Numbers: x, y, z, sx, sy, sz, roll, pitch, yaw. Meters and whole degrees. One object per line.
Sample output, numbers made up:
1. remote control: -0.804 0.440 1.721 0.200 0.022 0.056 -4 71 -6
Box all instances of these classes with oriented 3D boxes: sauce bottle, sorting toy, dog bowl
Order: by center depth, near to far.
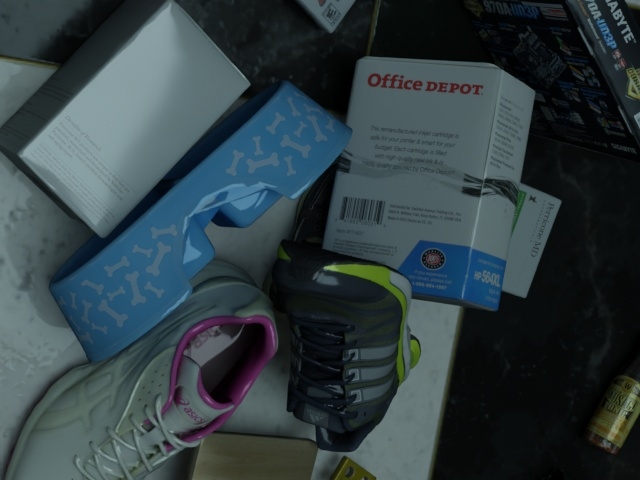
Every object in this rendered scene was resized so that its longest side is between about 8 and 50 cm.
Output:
1. dog bowl: -0.106 -0.024 1.355 0.297 0.166 0.074 -42 101 -11
2. sorting toy: -0.073 0.237 1.467 0.274 0.046 0.132 10 97 -38
3. sauce bottle: 0.312 0.155 1.635 0.042 0.042 0.128 29 86 -26

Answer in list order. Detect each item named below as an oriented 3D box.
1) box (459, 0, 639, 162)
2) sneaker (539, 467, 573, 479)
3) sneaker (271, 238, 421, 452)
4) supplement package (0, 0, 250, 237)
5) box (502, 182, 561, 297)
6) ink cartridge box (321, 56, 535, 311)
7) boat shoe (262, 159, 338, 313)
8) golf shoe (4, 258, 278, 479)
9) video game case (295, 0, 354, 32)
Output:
1. box: 0.217 -0.164 1.432 0.051 0.220 0.175 -35 111 -11
2. sneaker: 0.257 0.269 1.626 0.170 0.051 0.089 -19 112 -16
3. sneaker: 0.018 0.096 1.369 0.300 0.111 0.121 63 44 -60
4. supplement package: -0.167 -0.107 1.336 0.179 0.105 0.105 -47 114 -8
5. box: 0.149 -0.011 1.497 0.087 0.102 0.101 20 90 -28
6. ink cartridge box: 0.094 -0.051 1.414 0.086 0.148 0.203 19 81 -58
7. boat shoe: 0.000 0.000 1.461 0.056 0.049 0.152 24 89 -25
8. golf shoe: -0.154 0.147 1.373 0.115 0.140 0.306 43 83 -25
9. video game case: 0.013 -0.283 1.402 0.157 0.019 0.143 -55 136 -7
